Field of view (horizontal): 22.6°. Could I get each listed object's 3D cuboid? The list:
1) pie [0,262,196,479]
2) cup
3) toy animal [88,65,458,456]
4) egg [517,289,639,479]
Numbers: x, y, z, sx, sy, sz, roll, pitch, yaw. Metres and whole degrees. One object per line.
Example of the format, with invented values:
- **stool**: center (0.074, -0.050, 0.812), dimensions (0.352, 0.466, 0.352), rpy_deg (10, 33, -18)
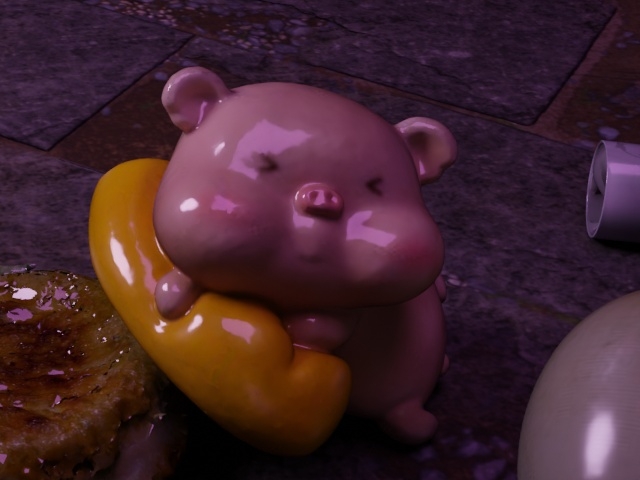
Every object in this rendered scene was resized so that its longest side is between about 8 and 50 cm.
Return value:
- **pie**: center (-0.253, 0.119, 1.227), dimensions (0.355, 0.103, 0.288), rpy_deg (24, 30, 26)
- **cup**: center (0.335, -0.054, 1.601), dimensions (0.133, 0.099, 0.136), rpy_deg (6, 34, 0)
- **toy animal**: center (0.007, 0.014, 1.236), dimensions (0.345, 0.247, 0.277), rpy_deg (24, 28, -26)
- **egg**: center (0.248, 0.165, 1.142), dimensions (0.218, 0.218, 0.295), rpy_deg (15, 45, 13)
